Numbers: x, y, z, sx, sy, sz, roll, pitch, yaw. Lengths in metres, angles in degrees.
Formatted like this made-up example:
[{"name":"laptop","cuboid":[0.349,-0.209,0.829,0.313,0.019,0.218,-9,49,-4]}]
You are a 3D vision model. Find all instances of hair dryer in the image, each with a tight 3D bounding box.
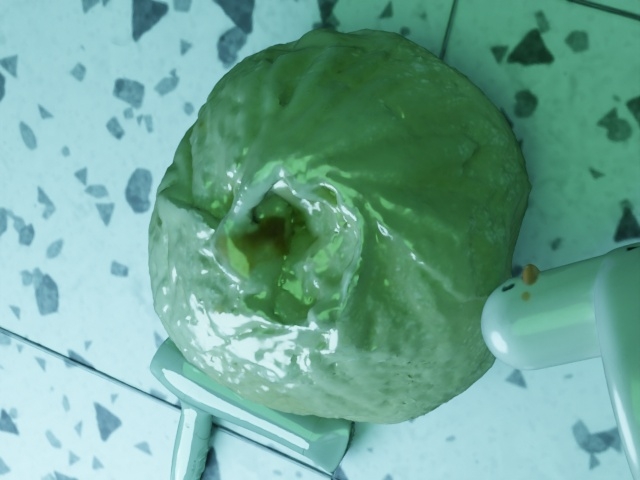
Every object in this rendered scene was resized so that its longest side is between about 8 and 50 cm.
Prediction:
[{"name":"hair dryer","cuboid":[-0.092,0.217,1.423,0.206,0.075,0.237,31,120,12]}]

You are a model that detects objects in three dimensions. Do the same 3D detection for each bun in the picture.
[{"name":"bun","cuboid":[0.000,0.000,1.232,0.352,0.227,0.349,-14,95,30]}]

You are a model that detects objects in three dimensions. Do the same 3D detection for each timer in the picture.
[{"name":"timer","cuboid":[0.260,0.111,1.111,0.240,0.233,0.233,-14,93,18]}]
